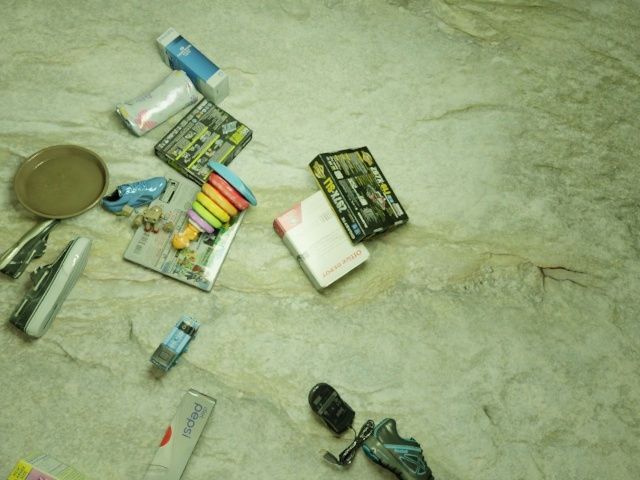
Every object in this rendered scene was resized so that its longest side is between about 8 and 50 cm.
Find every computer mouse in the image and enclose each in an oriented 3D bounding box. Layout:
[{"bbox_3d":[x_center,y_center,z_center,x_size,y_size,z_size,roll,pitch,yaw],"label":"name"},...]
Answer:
[{"bbox_3d":[0.033,0.591,1.453,0.262,0.060,0.184,42,70,-10],"label":"computer mouse"}]

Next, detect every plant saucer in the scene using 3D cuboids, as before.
[{"bbox_3d":[-0.830,-0.187,1.465,0.278,0.041,0.277,5,65,-10],"label":"plant saucer"}]

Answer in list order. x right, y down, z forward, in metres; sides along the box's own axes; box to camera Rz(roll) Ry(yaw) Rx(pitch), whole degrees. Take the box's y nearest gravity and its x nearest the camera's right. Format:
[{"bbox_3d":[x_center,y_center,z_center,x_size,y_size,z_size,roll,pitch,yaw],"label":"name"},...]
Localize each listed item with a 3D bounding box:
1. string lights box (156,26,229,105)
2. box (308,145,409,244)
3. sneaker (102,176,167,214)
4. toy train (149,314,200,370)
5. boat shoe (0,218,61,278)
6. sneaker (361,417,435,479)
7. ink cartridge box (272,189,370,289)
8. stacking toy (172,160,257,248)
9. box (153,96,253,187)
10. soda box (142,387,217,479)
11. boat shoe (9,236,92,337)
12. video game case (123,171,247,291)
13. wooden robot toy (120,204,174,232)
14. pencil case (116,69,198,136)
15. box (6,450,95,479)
[{"bbox_3d":[-0.447,-0.610,1.600,0.260,0.133,0.076,41,75,1],"label":"string lights box"},{"bbox_3d":[0.136,-0.166,1.564,0.257,0.079,0.321,-20,77,-44],"label":"box"},{"bbox_3d":[-0.607,-0.159,1.482,0.210,0.082,0.069,-28,61,-6],"label":"sneaker"},{"bbox_3d":[-0.449,0.318,1.406,0.080,0.105,0.184,34,75,-1],"label":"toy train"},{"bbox_3d":[-0.904,0.015,1.425,0.233,0.084,0.079,-56,129,-22],"label":"boat shoe"},{"bbox_3d":[0.297,0.715,1.435,0.341,0.125,0.139,44,65,-2],"label":"sneaker"},{"bbox_3d":[0.000,0.000,1.546,0.207,0.117,0.283,-33,85,-15],"label":"ink cartridge box"},{"bbox_3d":[-0.365,-0.087,1.465,0.175,0.165,0.301,39,84,17],"label":"stacking toy"},{"bbox_3d":[-0.401,-0.340,1.570,0.216,0.060,0.270,35,68,0],"label":"box"},{"bbox_3d":[-0.419,0.600,1.355,0.098,0.091,0.286,26,75,-3],"label":"soda box"},{"bbox_3d":[-0.827,0.125,1.377,0.119,0.121,0.335,27,77,-7],"label":"boat shoe"},{"bbox_3d":[-0.445,-0.033,1.523,0.300,0.036,0.328,22,74,-4],"label":"video game case"},{"bbox_3d":[-0.551,-0.080,1.476,0.174,0.076,0.079,14,40,-6],"label":"wooden robot toy"},{"bbox_3d":[-0.560,-0.473,1.560,0.273,0.113,0.124,-38,108,-16],"label":"pencil case"},{"bbox_3d":[-0.766,0.749,1.250,0.243,0.117,0.213,30,75,-1],"label":"box"}]
